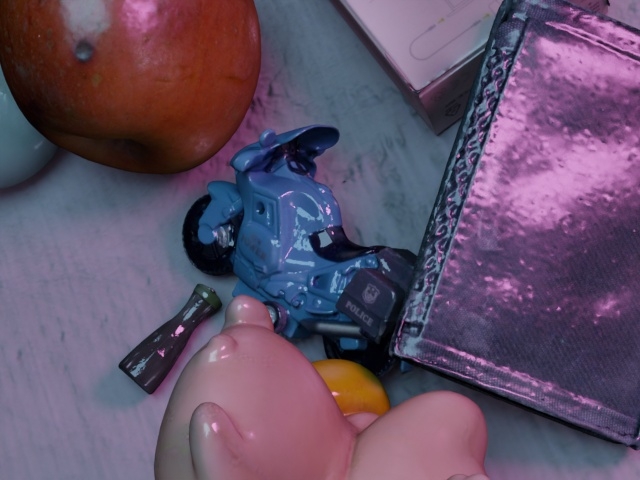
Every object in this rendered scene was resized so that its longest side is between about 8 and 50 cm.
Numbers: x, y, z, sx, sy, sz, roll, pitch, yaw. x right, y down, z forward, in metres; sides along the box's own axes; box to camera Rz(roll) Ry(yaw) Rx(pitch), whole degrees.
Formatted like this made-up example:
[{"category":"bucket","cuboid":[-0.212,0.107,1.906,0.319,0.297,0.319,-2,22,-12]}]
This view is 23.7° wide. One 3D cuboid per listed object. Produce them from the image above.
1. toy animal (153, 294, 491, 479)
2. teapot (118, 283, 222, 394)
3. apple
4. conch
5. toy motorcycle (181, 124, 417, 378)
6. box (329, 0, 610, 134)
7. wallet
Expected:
[{"category":"toy animal","cuboid":[0.043,0.190,1.174,0.246,0.345,0.277,0,37,27]},{"category":"teapot","cuboid":[-0.135,0.088,1.403,0.043,0.043,0.111,38,81,24]},{"category":"apple","cuboid":[-0.177,-0.174,1.395,0.253,0.253,0.253,-5,69,14]},{"category":"conch","cuboid":[-0.348,-0.146,1.520,0.221,0.121,0.185,31,52,28]},{"category":"toy motorcycle","cuboid":[0.000,0.000,1.361,0.272,0.123,0.182,35,105,26]},{"category":"box","cuboid":[0.113,-0.258,1.421,0.203,0.106,0.252,-37,66,1]},{"category":"wallet","cuboid":[0.214,-0.019,1.290,0.237,0.075,0.342,20,78,-5]}]
